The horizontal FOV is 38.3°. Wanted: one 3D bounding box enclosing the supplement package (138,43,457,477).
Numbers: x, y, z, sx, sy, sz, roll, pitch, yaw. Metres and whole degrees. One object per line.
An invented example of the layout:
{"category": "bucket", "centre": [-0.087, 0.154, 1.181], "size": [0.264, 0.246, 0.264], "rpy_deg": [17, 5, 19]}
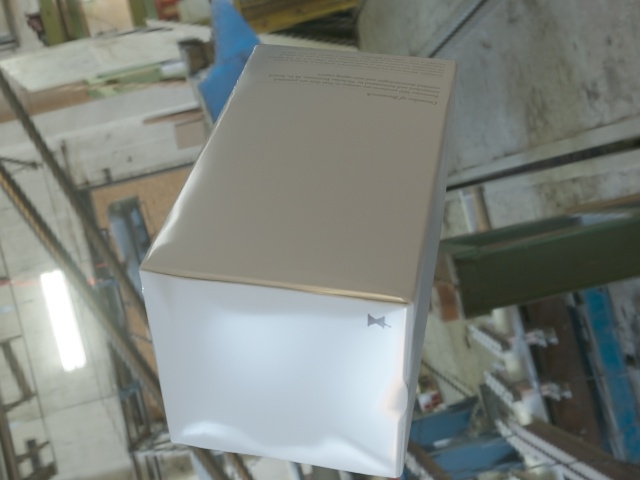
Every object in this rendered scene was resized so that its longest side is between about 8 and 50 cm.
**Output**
{"category": "supplement package", "centre": [0.000, 0.000, 0.704], "size": [0.293, 0.175, 0.177], "rpy_deg": [-73, -13, -49]}
